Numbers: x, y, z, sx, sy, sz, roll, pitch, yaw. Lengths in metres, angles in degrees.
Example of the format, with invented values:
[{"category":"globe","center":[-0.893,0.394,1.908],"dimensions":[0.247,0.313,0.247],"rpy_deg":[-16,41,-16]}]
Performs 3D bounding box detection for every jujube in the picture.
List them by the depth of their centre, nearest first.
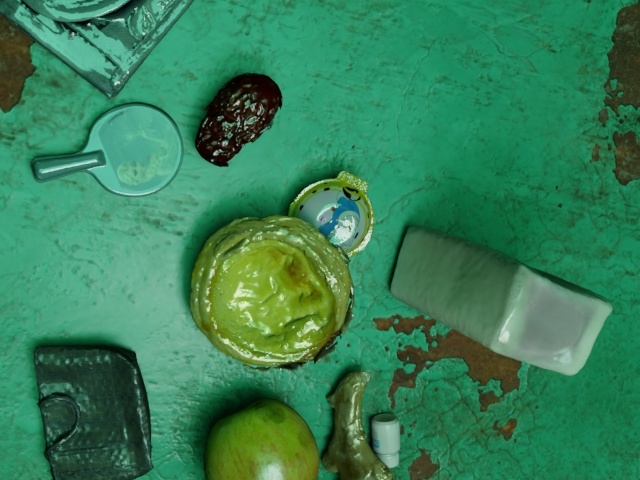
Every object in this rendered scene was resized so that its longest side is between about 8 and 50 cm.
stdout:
[{"category":"jujube","center":[-0.136,-0.197,1.455],"dimensions":[0.166,0.104,0.104],"rpy_deg":[-46,110,-4]}]

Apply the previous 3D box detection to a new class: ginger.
[{"category":"ginger","center":[0.068,0.397,1.633],"dimensions":[0.081,0.148,0.333],"rpy_deg":[-17,99,-45]}]

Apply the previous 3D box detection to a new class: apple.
[{"category":"apple","center":[-0.101,0.360,1.524],"dimensions":[0.196,0.196,0.195],"rpy_deg":[-3,101,-18]}]

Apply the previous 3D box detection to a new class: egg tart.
[{"category":"egg tart","center":[-0.079,0.081,1.508],"dimensions":[0.279,0.095,0.278],"rpy_deg":[-1,109,-2]}]

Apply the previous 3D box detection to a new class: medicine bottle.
[{"category":"medicine bottle","center":[0.119,0.364,1.669],"dimensions":[0.052,0.052,0.089],"rpy_deg":[-7,102,-17]}]

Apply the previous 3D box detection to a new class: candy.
[{"category":"candy","center":[0.282,0.092,1.514],"dimensions":[0.208,0.359,0.145],"rpy_deg":[21,93,-27]}]

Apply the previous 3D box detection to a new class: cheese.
[{"category":"cheese","center":[0.000,0.000,1.556],"dimensions":[0.157,0.064,0.250],"rpy_deg":[26,103,-20]}]

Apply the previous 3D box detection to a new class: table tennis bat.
[{"category":"table tennis bat","center":[-0.330,-0.133,1.435],"dimensions":[0.237,0.038,0.149],"rpy_deg":[-13,105,-19]}]

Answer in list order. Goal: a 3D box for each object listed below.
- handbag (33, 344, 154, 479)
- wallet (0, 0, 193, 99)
[{"category":"handbag","center":[-0.364,0.287,1.482],"dimensions":[0.175,0.088,0.270],"rpy_deg":[-8,103,-10]},{"category":"wallet","center":[-0.300,-0.414,1.375],"dimensions":[0.237,0.075,0.342],"rpy_deg":[39,87,-18]}]
